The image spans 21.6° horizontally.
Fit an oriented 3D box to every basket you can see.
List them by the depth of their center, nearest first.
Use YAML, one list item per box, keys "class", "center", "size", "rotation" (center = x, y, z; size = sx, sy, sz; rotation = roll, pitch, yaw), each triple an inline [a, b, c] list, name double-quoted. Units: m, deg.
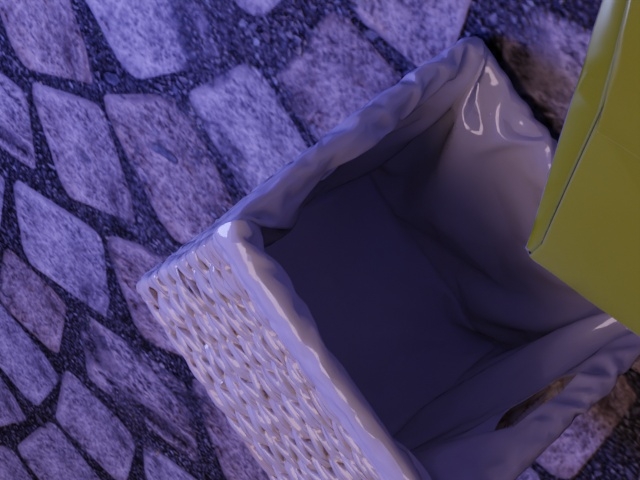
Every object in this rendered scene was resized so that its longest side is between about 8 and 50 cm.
- class: "basket"
  center: [0.071, 0.056, 1.523]
  size: [0.331, 0.328, 0.266]
  rotation: [54, 151, -5]

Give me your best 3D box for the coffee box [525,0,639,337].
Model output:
- class: "coffee box"
  center: [0.374, -0.090, 0.994]
  size: [0.338, 0.334, 0.338]
  rotation: [36, 145, 21]
